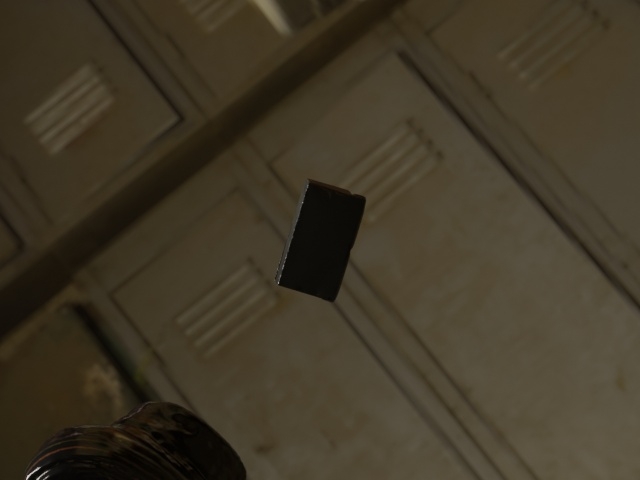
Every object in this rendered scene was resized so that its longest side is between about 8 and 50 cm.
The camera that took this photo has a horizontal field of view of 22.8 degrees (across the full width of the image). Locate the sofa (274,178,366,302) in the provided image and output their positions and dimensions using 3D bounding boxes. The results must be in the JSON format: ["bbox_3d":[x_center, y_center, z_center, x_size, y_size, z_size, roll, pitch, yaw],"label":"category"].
[{"bbox_3d":[0.000,0.000,2.080,0.085,0.147,0.060,16,-175,-6],"label":"sofa"}]

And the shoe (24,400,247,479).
[{"bbox_3d":[-0.223,0.304,2.013,0.384,0.171,0.237,45,-155,-40],"label":"shoe"}]
